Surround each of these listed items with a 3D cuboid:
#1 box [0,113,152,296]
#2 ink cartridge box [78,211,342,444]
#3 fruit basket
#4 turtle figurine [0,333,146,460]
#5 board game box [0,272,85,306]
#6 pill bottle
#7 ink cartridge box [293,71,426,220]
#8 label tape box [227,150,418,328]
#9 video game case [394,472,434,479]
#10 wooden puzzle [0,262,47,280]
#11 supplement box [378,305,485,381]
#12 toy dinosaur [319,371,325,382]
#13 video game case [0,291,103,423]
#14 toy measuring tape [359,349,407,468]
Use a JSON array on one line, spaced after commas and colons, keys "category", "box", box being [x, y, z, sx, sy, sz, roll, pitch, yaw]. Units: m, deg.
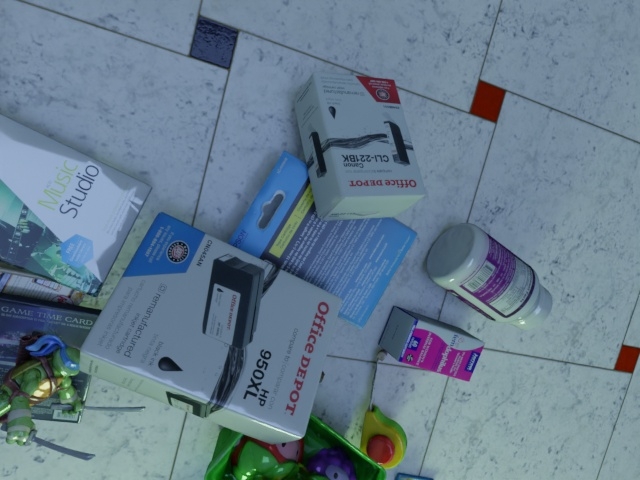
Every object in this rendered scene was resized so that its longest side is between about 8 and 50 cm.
[{"category": "box", "box": [-0.502, -0.066, 0.866, 0.322, 0.058, 0.232, 26, 83, -20]}, {"category": "ink cartridge box", "box": [-0.189, 0.171, 0.917, 0.395, 0.166, 0.285, 27, 58, -13]}, {"category": "fruit basket", "box": [-0.048, 0.527, 1.029, 0.392, 0.392, 0.283, 43, 86, -20]}, {"category": "turtle figurine", "box": [-0.521, 0.331, 0.885, 0.267, 0.197, 0.274, -26, 114, 4]}, {"category": "board game box", "box": [-0.568, 0.094, 0.949, 0.194, 0.045, 0.146, 30, 90, -20]}, {"category": "pill bottle", "box": [0.423, 0.099, 1.203, 0.302, 0.169, 0.169, 33, 89, -21]}, {"category": "ink cartridge box", "box": [0.076, -0.188, 0.994, 0.197, 0.114, 0.272, -4, 74, -27]}, {"category": "label tape box", "box": [0.000, 0.000, 1.077, 0.348, 0.115, 0.249, 31, 90, -11]}, {"category": "video game case", "box": [0.235, 0.724, 1.340, 0.119, 0.015, 0.166, 19, 94, -20]}, {"category": "wooden puzzle", "box": [-0.548, -0.057, 0.898, 0.221, 0.044, 0.238, 15, 82, -22]}, {"category": "supplement box", "box": [0.277, 0.257, 1.216, 0.220, 0.114, 0.111, 20, 93, -22]}, {"category": "toy dinosaur", "box": [-0.039, 0.234, 1.148, 0.112, 0.064, 0.211, -15, 101, -48]}, {"category": "video game case", "box": [-0.550, 0.239, 0.958, 0.196, 0.026, 0.274, 14, 109, -20]}, {"category": "toy measuring tape", "box": [0.169, 0.444, 1.214, 0.122, 0.121, 0.329, 9, 92, -19]}]
